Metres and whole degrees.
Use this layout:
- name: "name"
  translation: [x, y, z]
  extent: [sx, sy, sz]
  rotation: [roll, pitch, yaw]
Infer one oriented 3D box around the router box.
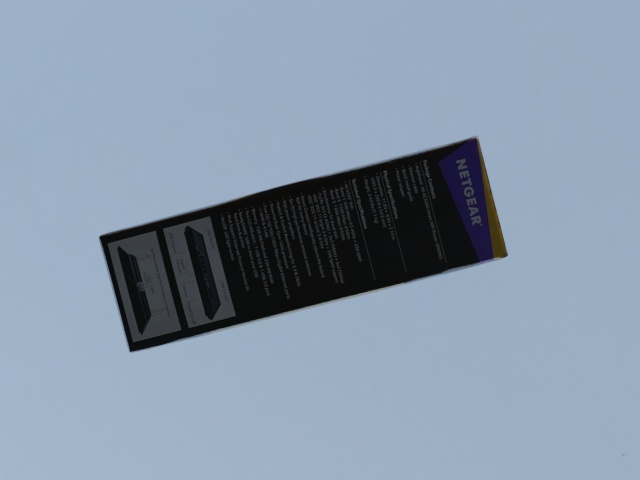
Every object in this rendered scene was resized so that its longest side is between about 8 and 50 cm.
- name: "router box"
  translation: [0.000, 0.000, 1.006]
  extent: [0.243, 0.309, 0.081]
  rotation: [-15, -90, 5]
